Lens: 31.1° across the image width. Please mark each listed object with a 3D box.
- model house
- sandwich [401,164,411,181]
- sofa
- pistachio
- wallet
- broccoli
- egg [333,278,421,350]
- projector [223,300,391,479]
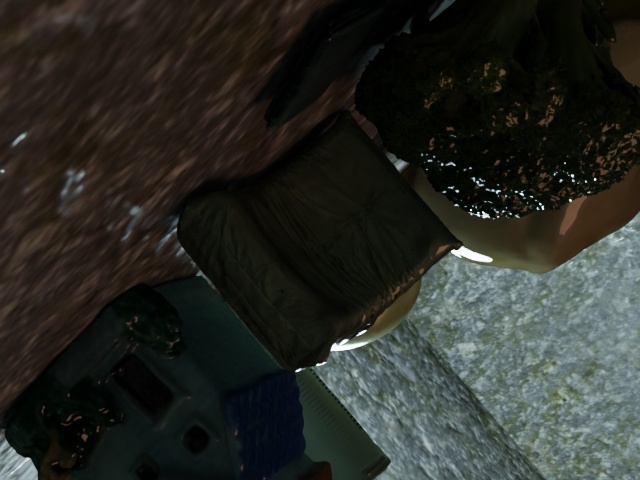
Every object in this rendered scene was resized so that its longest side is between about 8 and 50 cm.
[{"bbox_3d":[-0.157,0.249,1.345,0.295,0.329,0.252,-45,174,17],"label":"model house"},{"bbox_3d":[0.145,-0.112,1.897,0.074,0.074,0.116,-9,115,-73],"label":"sandwich"},{"bbox_3d":[0.000,0.000,1.163,0.176,0.210,0.225,-42,171,19],"label":"sofa"},{"bbox_3d":[0.309,-0.138,1.491,0.365,0.281,0.445,23,123,-43],"label":"pistachio"},{"bbox_3d":[0.001,-0.154,0.983,0.088,0.026,0.129,-38,171,-44],"label":"wallet"},{"bbox_3d":[0.192,-0.157,1.066,0.321,0.304,0.283,-89,-167,-78],"label":"broccoli"},{"bbox_3d":[0.039,0.068,1.732,0.254,0.188,0.188,-30,168,-28],"label":"egg"},{"bbox_3d":[-0.043,0.231,1.696,0.108,0.337,0.108,-40,173,-6],"label":"projector"}]
